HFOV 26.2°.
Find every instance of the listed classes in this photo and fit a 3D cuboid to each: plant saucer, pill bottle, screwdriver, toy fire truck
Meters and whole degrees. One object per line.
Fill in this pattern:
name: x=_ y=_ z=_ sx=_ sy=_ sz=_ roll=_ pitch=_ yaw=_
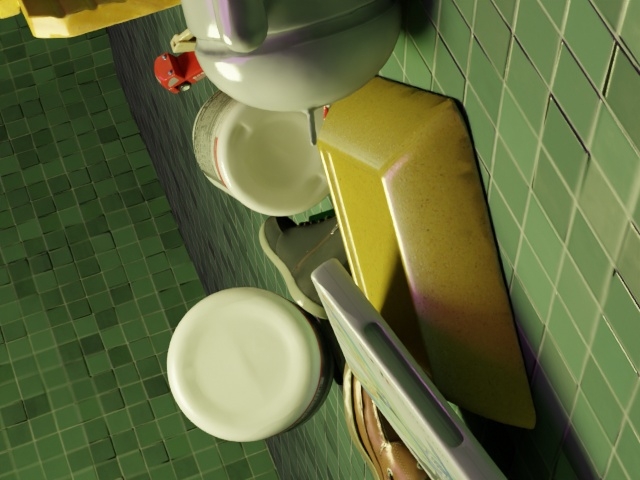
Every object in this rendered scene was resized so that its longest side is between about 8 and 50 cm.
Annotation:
plant saucer: x=0.090 y=0.009 z=1.413 sx=0.333 sy=0.081 sz=0.333 roll=-142 pitch=35 yaw=-71
pill bottle: x=-0.089 y=0.182 z=2.003 sx=0.363 sy=0.210 sz=0.210 roll=50 pitch=-160 yaw=-82
pill bottle: x=-0.077 y=-0.128 z=1.786 sx=0.283 sy=0.161 sz=0.161 roll=-148 pitch=41 yaw=-73
screwdriver: x=0.006 y=0.160 z=2.208 sx=0.024 sy=0.025 sz=0.170 roll=88 pitch=160 yaw=-55
toy fire truck: x=-0.181 y=-0.297 z=2.080 sx=0.135 sy=0.192 sz=0.047 roll=24 pitch=-138 yaw=-65

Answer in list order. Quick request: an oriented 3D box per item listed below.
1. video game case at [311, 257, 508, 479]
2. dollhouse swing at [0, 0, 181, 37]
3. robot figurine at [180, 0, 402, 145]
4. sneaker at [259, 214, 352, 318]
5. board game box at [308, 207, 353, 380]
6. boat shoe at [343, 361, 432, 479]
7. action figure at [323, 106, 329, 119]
video game case: x=0.107 y=0.190 z=1.416 sx=0.300 sy=0.036 sz=0.329 roll=52 pitch=174 yaw=22
dollhouse swing: x=-0.268 y=-0.440 z=1.713 sx=0.305 sy=0.347 sz=0.315 roll=-144 pitch=37 yaw=-73
robot figurine: x=-0.039 y=-0.270 z=1.262 sx=0.300 sy=0.200 sz=0.353 roll=-52 pitch=-48 yaw=-58
sneaker: x=0.000 y=0.000 z=1.763 sx=0.083 sy=0.118 sz=0.222 roll=28 pitch=-164 yaw=-32
board game box: x=0.052 y=0.136 z=1.890 sx=0.213 sy=0.046 sz=0.317 roll=102 pitch=148 yaw=-71
boat shoe: x=0.118 y=0.265 z=1.674 sx=0.104 sy=0.110 sz=0.307 roll=0 pitch=111 yaw=52
action figure: x=0.012 y=-0.197 z=1.587 sx=0.038 sy=0.030 sz=0.115 roll=-146 pitch=43 yaw=-64
